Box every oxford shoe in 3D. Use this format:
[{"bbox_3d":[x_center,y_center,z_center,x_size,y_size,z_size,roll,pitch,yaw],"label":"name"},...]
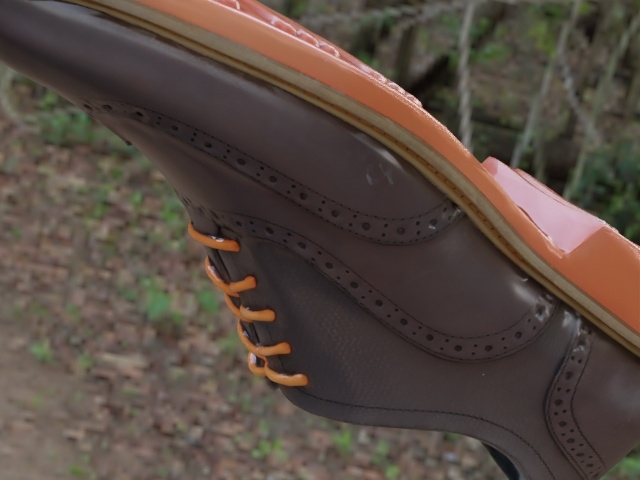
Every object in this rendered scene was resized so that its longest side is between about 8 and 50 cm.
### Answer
[{"bbox_3d":[0.000,0.000,0.501,0.271,0.098,0.097,31,5,-23],"label":"oxford shoe"}]
